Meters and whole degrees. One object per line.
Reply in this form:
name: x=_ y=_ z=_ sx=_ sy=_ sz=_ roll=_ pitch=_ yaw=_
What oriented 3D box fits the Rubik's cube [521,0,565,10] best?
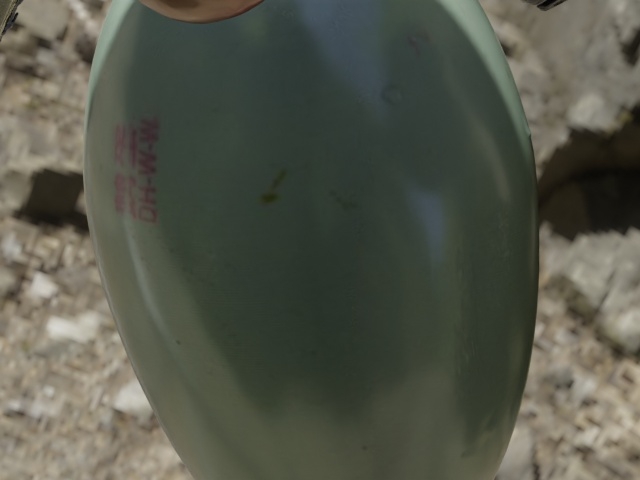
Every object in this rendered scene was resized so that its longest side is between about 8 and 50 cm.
Rubik's cube: x=0.218 y=-0.342 z=1.314 sx=0.255 sy=0.259 sz=0.260 roll=-31 pitch=83 yaw=-35

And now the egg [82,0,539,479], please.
egg: x=0.000 y=0.000 z=1.010 sx=0.230 sy=0.371 sz=0.230 roll=-9 pitch=13 yaw=2

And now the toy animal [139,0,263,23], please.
toy animal: x=-0.041 y=-0.167 z=0.655 sx=0.171 sy=0.171 sz=0.197 roll=51 pitch=1 yaw=31

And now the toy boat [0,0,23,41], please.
toy boat: x=-0.243 y=-0.146 z=1.148 sx=0.129 sy=0.295 sz=0.088 roll=27 pitch=57 yaw=-8
